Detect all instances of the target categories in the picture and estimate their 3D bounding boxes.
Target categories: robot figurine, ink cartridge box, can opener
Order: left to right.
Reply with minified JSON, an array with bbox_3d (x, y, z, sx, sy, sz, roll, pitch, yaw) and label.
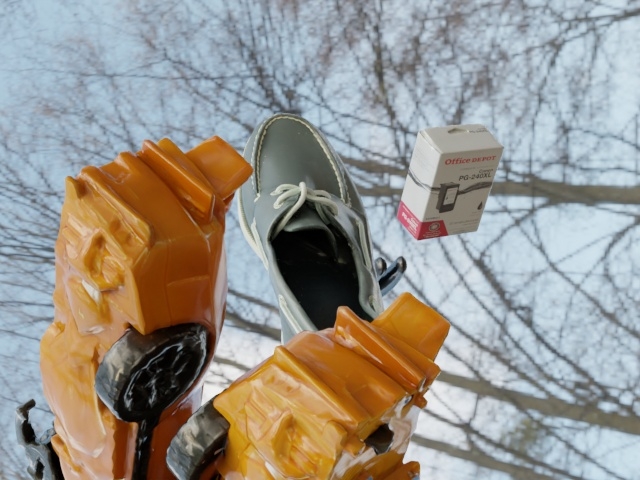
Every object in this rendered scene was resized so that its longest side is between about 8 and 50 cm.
[{"bbox_3d":[-0.045,0.111,0.442,0.085,0.211,0.291,-30,-32,-35],"label":"robot figurine"},{"bbox_3d":[0.068,0.055,1.290,0.059,0.186,0.073,-10,-108,-21],"label":"can opener"},{"bbox_3d":[0.182,-0.083,1.480,0.109,0.063,0.151,-8,-49,-25],"label":"ink cartridge box"}]

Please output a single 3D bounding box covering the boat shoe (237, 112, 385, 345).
[{"bbox_3d":[0.000,0.000,0.880,0.116,0.099,0.320,-3,-126,-13],"label":"boat shoe"}]
